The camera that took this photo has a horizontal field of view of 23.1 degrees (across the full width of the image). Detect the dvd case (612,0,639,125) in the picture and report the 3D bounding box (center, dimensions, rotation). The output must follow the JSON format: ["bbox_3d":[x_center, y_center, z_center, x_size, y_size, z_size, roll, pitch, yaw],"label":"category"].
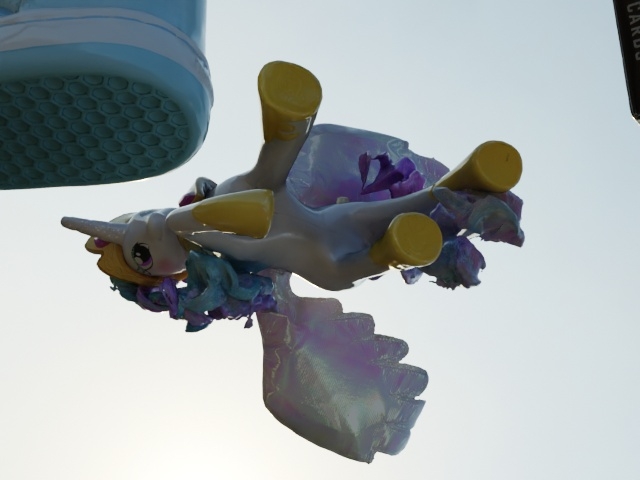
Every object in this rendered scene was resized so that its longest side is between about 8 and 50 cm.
[{"bbox_3d":[0.239,-0.128,1.047,0.029,0.179,0.238,-15,-21,24],"label":"dvd case"}]

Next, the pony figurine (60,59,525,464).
[{"bbox_3d":[0.000,0.000,1.283,0.351,0.303,0.363,17,-21,-25],"label":"pony figurine"}]

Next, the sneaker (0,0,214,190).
[{"bbox_3d":[-0.200,-0.133,0.820,0.319,0.208,0.127,1,-31,9],"label":"sneaker"}]
